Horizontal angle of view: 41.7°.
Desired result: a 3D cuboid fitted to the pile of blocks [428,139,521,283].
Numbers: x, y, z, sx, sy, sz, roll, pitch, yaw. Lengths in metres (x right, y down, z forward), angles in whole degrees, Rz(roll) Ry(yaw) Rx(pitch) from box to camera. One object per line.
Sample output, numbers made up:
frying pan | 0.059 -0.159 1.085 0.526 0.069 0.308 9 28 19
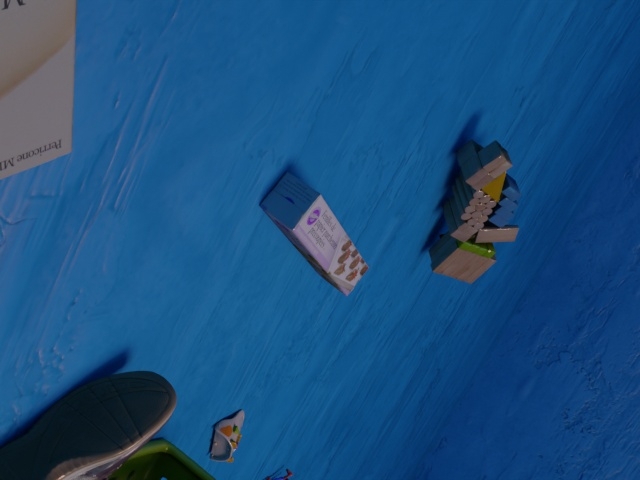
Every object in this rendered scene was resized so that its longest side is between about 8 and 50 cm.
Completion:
pile of blocks | 0.313 -0.071 1.660 0.149 0.113 0.362 0 139 -10

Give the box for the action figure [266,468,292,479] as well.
action figure | -0.109 0.520 1.774 0.115 0.030 0.038 -18 132 -47

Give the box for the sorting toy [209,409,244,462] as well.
sorting toy | -0.152 0.331 1.440 0.075 0.045 0.083 -57 166 -49

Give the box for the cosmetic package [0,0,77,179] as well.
cosmetic package | -0.238 -0.181 0.496 0.160 0.113 0.309 -32 147 -42

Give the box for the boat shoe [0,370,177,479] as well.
boat shoe | -0.297 0.258 0.990 0.285 0.103 0.092 -35 155 -31

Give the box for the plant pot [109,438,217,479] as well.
plant pot | -0.241 0.432 1.150 0.207 0.228 0.227 -57 161 8

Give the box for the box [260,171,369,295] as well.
box | 0.000 0.000 1.244 0.063 0.067 0.324 -52 157 -7
